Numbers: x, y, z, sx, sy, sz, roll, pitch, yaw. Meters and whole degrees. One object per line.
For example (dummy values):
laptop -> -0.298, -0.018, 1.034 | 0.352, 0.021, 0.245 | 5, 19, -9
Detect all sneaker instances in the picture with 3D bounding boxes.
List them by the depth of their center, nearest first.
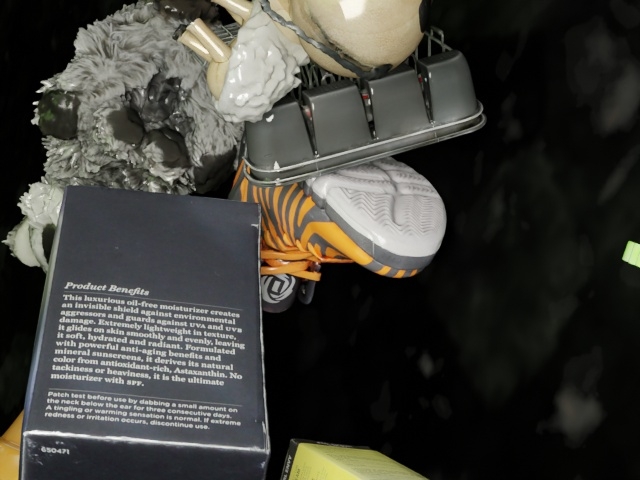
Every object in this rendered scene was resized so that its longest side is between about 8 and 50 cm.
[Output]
sneaker -> 0.000, 0.000, 1.190 | 0.321, 0.124, 0.180 | 50, 125, 59

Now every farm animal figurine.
farm animal figurine -> 0.072, -0.237, 0.955 | 0.327, 0.172, 0.330 | -58, 12, -25

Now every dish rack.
dish rack -> 0.001, -0.148, 1.171 | 0.271, 0.208, 0.074 | -128, 26, -60

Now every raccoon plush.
raccoon plush -> -0.189, -0.134, 1.511 | 0.299, 0.216, 0.446 | -51, 9, 52

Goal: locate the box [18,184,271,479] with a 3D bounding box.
box -> -0.150, 0.160, 1.101 | 0.294, 0.183, 0.296 | -94, 13, -52

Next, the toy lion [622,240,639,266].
toy lion -> 0.231, 0.019, 0.847 | 0.100, 0.096, 0.034 | 25, 98, 56

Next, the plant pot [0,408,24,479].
plant pot -> -0.233, 0.212, 1.374 | 0.205, 0.205, 0.188 | 2, 63, 55

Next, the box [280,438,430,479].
box -> 0.063, 0.216, 1.025 | 0.232, 0.087, 0.058 | 17, 94, 55
